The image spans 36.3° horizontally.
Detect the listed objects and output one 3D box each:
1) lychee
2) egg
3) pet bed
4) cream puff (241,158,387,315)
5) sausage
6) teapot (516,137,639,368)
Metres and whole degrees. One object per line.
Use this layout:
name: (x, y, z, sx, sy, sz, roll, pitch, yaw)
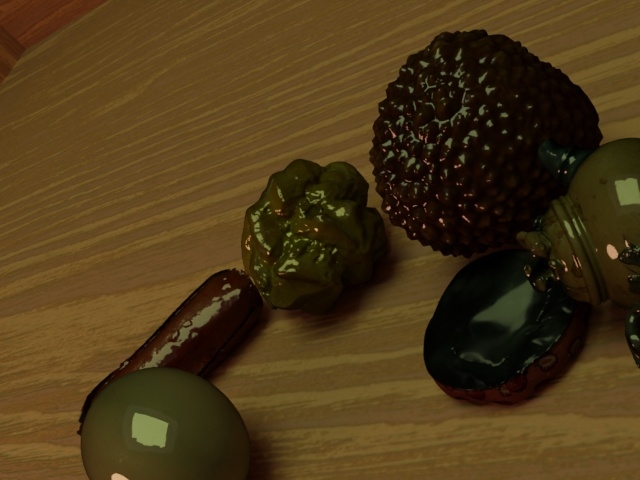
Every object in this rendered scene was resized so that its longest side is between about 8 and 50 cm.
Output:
lychee: (0.179, -0.103, 1.123, 0.268, 0.267, 0.267, -30, 34, 22)
egg: (-0.187, 0.250, 1.185, 0.242, 0.186, 0.186, 15, 63, 49)
pet bed: (0.198, 0.092, 1.064, 0.201, 0.053, 0.201, -30, 32, 22)
cream puff: (-0.003, -0.003, 1.302, 0.221, 0.195, 0.195, -55, 33, -11)
sausage: (-0.210, 0.175, 1.391, 0.330, 0.102, 0.102, -44, 31, -2)
teapot: (0.287, 0.008, 0.943, 0.183, 0.173, 0.269, -21, 68, 9)
